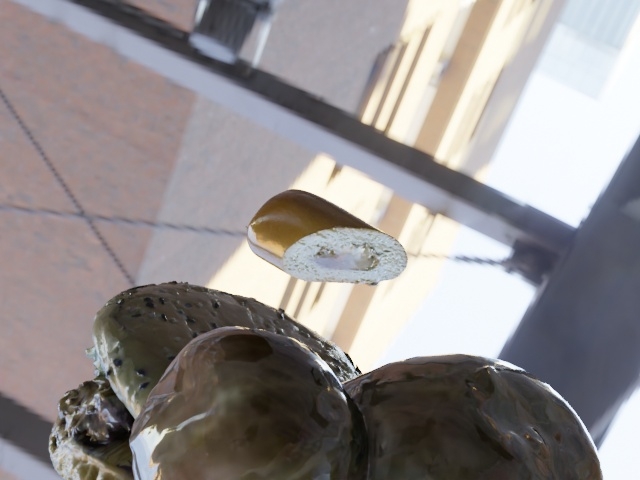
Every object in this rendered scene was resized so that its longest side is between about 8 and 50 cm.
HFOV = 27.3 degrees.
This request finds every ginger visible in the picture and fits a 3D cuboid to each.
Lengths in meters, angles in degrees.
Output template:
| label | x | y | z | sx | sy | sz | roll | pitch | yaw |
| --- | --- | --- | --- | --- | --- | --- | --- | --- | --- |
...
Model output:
| label | x | y | z | sx | sy | sz | roll | pitch | yaw |
| --- | --- | --- | --- | --- | --- | --- | --- | --- | --- |
| ginger | 0.051 | 0.160 | 0.534 | 0.244 | 0.155 | 0.304 | -18 | -106 | -51 |

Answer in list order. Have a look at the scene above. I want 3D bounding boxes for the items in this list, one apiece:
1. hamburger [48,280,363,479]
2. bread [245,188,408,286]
| label | x | y | z | sx | sy | sz | roll | pitch | yaw |
| --- | --- | --- | --- | --- | --- | --- | --- | --- | --- |
| hamburger | -0.120 | 0.175 | 1.336 | 0.276 | 0.195 | 0.318 | 29 | -161 | 1 |
| bread | 0.000 | 0.001 | 0.873 | 0.062 | 0.049 | 0.103 | -19 | -146 | -37 |
